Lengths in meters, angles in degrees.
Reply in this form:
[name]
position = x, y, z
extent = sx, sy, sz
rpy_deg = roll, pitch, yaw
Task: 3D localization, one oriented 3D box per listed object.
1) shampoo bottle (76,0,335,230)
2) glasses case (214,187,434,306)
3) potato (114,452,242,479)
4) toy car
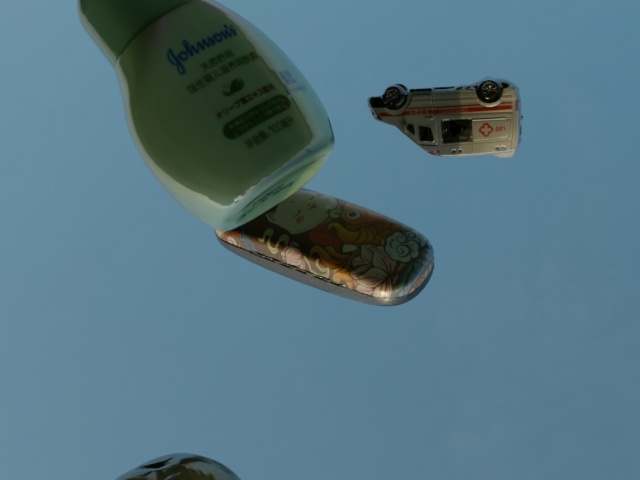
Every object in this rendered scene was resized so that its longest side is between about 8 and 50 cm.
[shampoo bottle]
position = -0.149, -0.195, 1.240
extent = 0.222, 0.151, 0.349
rpy_deg = -33, -99, -24
[glasses case]
position = 0.000, 0.000, 1.433
extent = 0.321, 0.082, 0.122
rpy_deg = 19, -129, 26
[potato]
position = -0.127, 0.252, 0.809
extent = 0.137, 0.154, 0.200
rpy_deg = 55, -39, 31
[toy car]
position = 0.169, -0.164, 1.440
extent = 0.210, 0.089, 0.108
rpy_deg = -2, -79, 9
